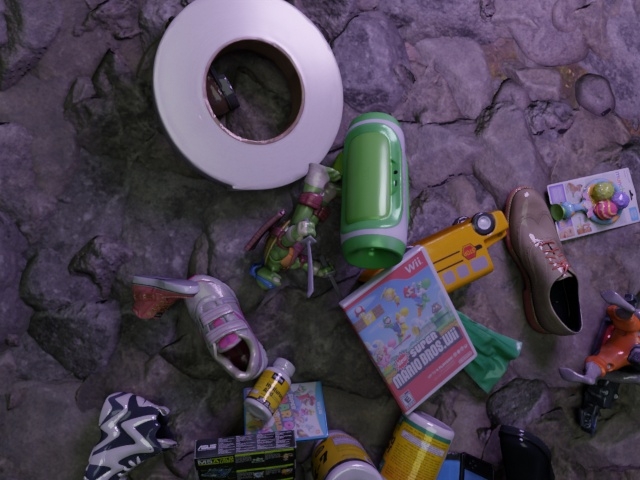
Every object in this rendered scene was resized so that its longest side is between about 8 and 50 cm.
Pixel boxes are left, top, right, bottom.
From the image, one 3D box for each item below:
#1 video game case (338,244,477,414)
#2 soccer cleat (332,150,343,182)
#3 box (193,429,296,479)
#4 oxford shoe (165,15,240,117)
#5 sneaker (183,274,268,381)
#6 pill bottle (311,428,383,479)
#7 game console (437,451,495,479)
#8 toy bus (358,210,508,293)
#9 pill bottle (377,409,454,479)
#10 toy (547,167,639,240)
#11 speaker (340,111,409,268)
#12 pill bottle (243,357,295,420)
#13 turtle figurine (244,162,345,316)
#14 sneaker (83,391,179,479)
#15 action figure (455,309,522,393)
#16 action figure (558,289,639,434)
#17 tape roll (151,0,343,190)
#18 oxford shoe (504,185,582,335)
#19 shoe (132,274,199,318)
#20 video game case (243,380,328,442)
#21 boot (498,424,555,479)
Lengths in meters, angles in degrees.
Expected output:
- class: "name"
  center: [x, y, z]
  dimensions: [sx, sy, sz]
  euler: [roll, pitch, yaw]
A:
- class: "video game case"
  center: [0.183, 0.181, 0.933]
  dimensions: [0.204, 0.025, 0.285]
  euler: [-35, 108, -14]
- class: "soccer cleat"
  center: [0.115, -0.150, 1.036]
  dimensions: [0.178, 0.060, 0.073]
  euler: [15, 74, -6]
- class: "box"
  center: [-0.143, 0.451, 0.918]
  dimensions: [0.190, 0.045, 0.184]
  euler: [-3, 123, -8]
- class: "oxford shoe"
  center: [-0.269, -0.361, 0.981]
  dimensions: [0.096, 0.083, 0.227]
  euler: [-32, 91, -7]
- class: "sneaker"
  center: [-0.190, 0.177, 0.943]
  dimensions: [0.103, 0.111, 0.252]
  euler: [-36, 92, -9]
- class: "pill bottle"
  center: [0.044, 0.453, 0.911]
  dimensions: [0.119, 0.208, 0.119]
  euler: [1, 86, -9]
- class: "game console"
  center: [0.299, 0.542, 1.008]
  dimensions: [0.085, 0.124, 0.144]
  euler: [7, 86, -34]
- class: "toy bus"
  center: [0.251, 0.049, 1.015]
  dimensions: [0.332, 0.108, 0.130]
  euler: [-24, 91, -9]
- class: "pill bottle"
  center: [0.187, 0.470, 0.977]
  dimensions: [0.117, 0.117, 0.209]
  euler: [26, 84, -6]
- class: "toy"
  center: [0.666, -0.090, 1.110]
  dimensions: [0.237, 0.056, 0.137]
  euler: [-13, 90, -9]
- class: "speaker"
  center: [0.105, -0.100, 0.916]
  dimensions: [0.131, 0.131, 0.297]
  euler: [7, 65, -8]
- class: "pill bottle"
  center: [-0.100, 0.300, 0.955]
  dimensions: [0.065, 0.065, 0.116]
  euler: [39, 52, -4]
- class: "turtle figurine"
  center: [0.000, 0.000, 0.944]
  dimensions: [0.197, 0.274, 0.267]
  euler: [32, 76, -40]
- class: "sneaker"
  center: [-0.359, 0.426, 0.912]
  dimensions: [0.152, 0.094, 0.235]
  euler: [9, 75, 1]
- class: "action figure"
  center: [0.317, 0.218, 1.038]
  dimensions: [0.232, 0.063, 0.137]
  euler: [36, 84, -8]
- class: "action figure"
  center: [0.662, 0.280, 1.012]
  dimensions: [0.330, 0.178, 0.342]
  euler: [16, 89, -33]
- class: "tape roll"
  center: [-0.140, -0.294, 0.948]
  dimensions: [0.391, 0.072, 0.393]
  euler: [-2, 95, -23]
- class: "oxford shoe"
  center: [0.512, 0.041, 1.042]
  dimensions: [0.122, 0.130, 0.349]
  euler: [-16, 89, -9]
- class: "shoe"
  center: [-0.308, 0.116, 0.922]
  dimensions: [0.177, 0.063, 0.081]
  euler: [4, 90, 33]
- class: "video game case"
  center: [-0.073, 0.356, 0.964]
  dimensions: [0.166, 0.015, 0.119]
  euler: [-3, 49, -8]
- class: "boot"
  center: [0.404, 0.526, 0.949]
  dimensions: [0.207, 0.094, 0.247]
  euler: [-55, 128, -32]
